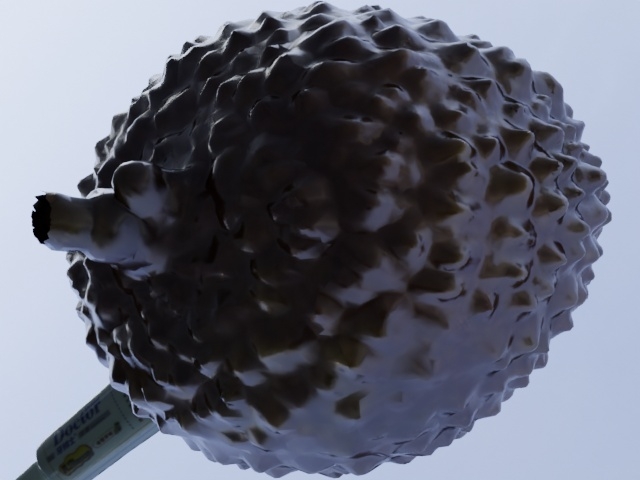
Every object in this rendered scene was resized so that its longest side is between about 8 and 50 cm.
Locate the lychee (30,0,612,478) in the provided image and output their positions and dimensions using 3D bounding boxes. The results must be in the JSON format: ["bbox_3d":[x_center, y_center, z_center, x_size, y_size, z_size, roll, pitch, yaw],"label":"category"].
[{"bbox_3d":[0.000,0.000,0.590,0.200,0.238,0.200,-1,-91,49],"label":"lychee"}]

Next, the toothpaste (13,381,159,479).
[{"bbox_3d":[-0.124,0.111,1.088,0.255,0.037,0.067,-39,-112,12],"label":"toothpaste"}]
